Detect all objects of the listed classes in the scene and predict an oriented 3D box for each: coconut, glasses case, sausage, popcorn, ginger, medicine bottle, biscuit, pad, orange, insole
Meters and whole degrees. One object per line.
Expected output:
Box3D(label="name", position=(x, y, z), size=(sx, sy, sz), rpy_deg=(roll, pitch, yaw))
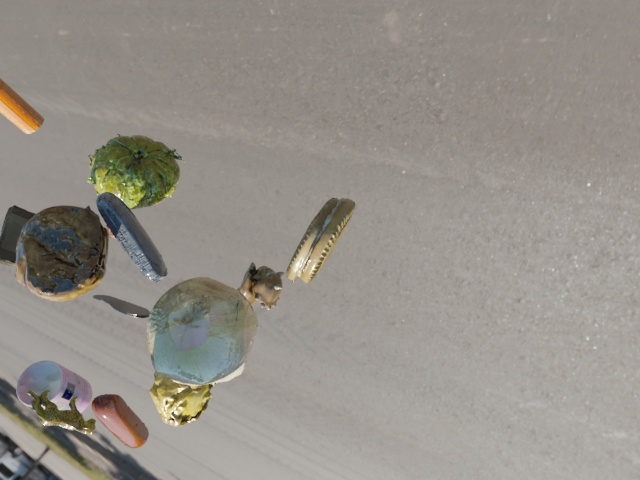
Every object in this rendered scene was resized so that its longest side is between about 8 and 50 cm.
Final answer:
Box3D(label="coconut", position=(-0.317, 0.245, 1.260), size=(0.297, 0.297, 0.254), rpy_deg=(39, 173, 3))
Box3D(label="glasses case", position=(-0.513, -0.009, 1.288), size=(0.282, 0.067, 0.109), rpy_deg=(59, -179, -8))
Box3D(label="sausage", position=(-0.852, -0.385, 1.253), size=(0.071, 0.071, 0.234), rpy_deg=(21, 160, 24))
Box3D(label="popcorn", position=(-0.458, 0.491, 1.578), size=(0.190, 0.250, 0.250), rpy_deg=(18, 137, 10))
Box3D(label="ginger", position=(-0.642, 0.045, 1.176), size=(0.223, 0.200, 0.269), rpy_deg=(120, 143, -58))
Box3D(label="medicine bottle", position=(-0.918, 0.524, 1.641), size=(0.152, 0.152, 0.254), rpy_deg=(31, 155, 13))
Box3D(label="biscuit", position=(0.000, 0.000, 1.187), size=(0.079, 0.259, 0.259), rpy_deg=(30, 140, 3))
Box3D(label="pad", position=(-0.868, 0.008, 1.443), size=(0.022, 0.174, 0.233), rpy_deg=(0, 164, 24))
Box3D(label="orange", position=(-0.659, -0.232, 1.680), size=(0.300, 0.301, 0.223), rpy_deg=(27, 135, 4))
Box3D(label="insole", position=(-0.651, 0.212, 1.531), size=(0.309, 0.110, 0.012), rpy_deg=(9, 90, 38))
Box3D(label="sausage", position=(-0.741, 0.680, 1.757), size=(0.097, 0.094, 0.348), rpy_deg=(-16, 134, -4))

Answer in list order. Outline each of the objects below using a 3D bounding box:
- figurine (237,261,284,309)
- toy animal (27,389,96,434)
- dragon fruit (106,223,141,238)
Box3D(label="figurine", position=(-0.246, 0.213, 1.904), size=(0.173, 0.177, 0.247), rpy_deg=(26, 101, -12))
Box3D(label="toy animal", position=(-0.751, 0.499, 1.351), size=(0.136, 0.073, 0.181), rpy_deg=(29, 167, 43))
Box3D(label="dragon fruit", position=(-0.902, -0.076, 2.182), size=(0.153, 0.153, 0.111), rpy_deg=(41, 137, 0))
